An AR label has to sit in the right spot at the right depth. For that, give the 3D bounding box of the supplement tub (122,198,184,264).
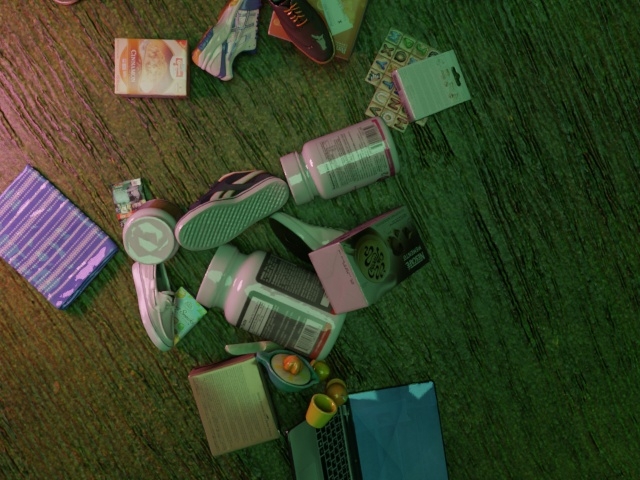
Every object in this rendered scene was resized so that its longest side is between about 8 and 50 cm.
[{"bbox_3d":[-0.423,-0.021,1.732,0.144,0.200,0.145,-1,103,-5],"label":"supplement tub"}]

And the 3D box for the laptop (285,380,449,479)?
[{"bbox_3d":[0.141,0.614,1.790,0.236,0.407,0.382,-6,95,34],"label":"laptop"}]

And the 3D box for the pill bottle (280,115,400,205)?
[{"bbox_3d":[0.049,-0.201,1.751,0.282,0.160,0.161,-20,95,1],"label":"pill bottle"}]

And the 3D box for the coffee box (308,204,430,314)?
[{"bbox_3d":[0.130,0.043,1.707,0.118,0.297,0.168,-21,95,44],"label":"coffee box"}]

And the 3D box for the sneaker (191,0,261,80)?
[{"bbox_3d":[-0.205,-0.554,1.761,0.131,0.112,0.297,35,95,-21],"label":"sneaker"}]

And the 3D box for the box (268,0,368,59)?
[{"bbox_3d":[0.028,-0.649,1.662,0.214,0.168,0.346,18,112,-1],"label":"box"}]

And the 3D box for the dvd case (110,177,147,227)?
[{"bbox_3d":[-0.510,-0.102,1.826,0.087,0.013,0.120,-13,96,0],"label":"dvd case"}]

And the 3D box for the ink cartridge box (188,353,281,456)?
[{"bbox_3d":[-0.229,0.438,1.837,0.193,0.088,0.235,-16,94,-1],"label":"ink cartridge box"}]

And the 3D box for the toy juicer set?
[{"bbox_3d":[-0.060,0.324,1.761,0.329,0.209,0.090,36,116,19],"label":"toy juicer set"}]

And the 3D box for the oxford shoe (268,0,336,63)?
[{"bbox_3d":[-0.062,-0.524,1.577,0.096,0.098,0.271,-35,103,18],"label":"oxford shoe"}]

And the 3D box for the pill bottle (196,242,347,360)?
[{"bbox_3d":[-0.119,0.150,1.754,0.362,0.210,0.210,24,94,-2],"label":"pill bottle"}]

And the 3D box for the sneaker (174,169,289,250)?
[{"bbox_3d":[-0.242,-0.083,1.732,0.321,0.127,0.126,-27,131,-28],"label":"sneaker"}]

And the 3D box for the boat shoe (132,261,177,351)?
[{"bbox_3d":[-0.420,0.159,1.773,0.084,0.095,0.258,-25,76,13],"label":"boat shoe"}]

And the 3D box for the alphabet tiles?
[{"bbox_3d":[0.223,-0.419,1.812,0.198,0.009,0.237,26,93,-3],"label":"alphabet tiles"}]

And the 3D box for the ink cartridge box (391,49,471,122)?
[{"bbox_3d":[0.293,-0.410,1.799,0.179,0.045,0.146,-23,94,-17],"label":"ink cartridge box"}]

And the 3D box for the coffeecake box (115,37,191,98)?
[{"bbox_3d":[-0.435,-0.447,1.771,0.185,0.068,0.143,1,94,-1],"label":"coffeecake box"}]

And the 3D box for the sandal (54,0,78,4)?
[{"bbox_3d":[-0.704,-0.670,1.758,0.180,0.049,0.072,29,94,-3],"label":"sandal"}]

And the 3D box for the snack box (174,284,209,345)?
[{"bbox_3d":[-0.387,0.206,1.840,0.100,0.037,0.141,45,92,-4],"label":"snack box"}]

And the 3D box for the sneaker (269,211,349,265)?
[{"bbox_3d":[0.000,0.000,1.815,0.290,0.106,0.123,35,60,4],"label":"sneaker"}]

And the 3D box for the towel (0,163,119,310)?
[{"bbox_3d":[-0.738,-0.003,1.818,0.336,0.040,0.243,43,92,-4],"label":"towel"}]
